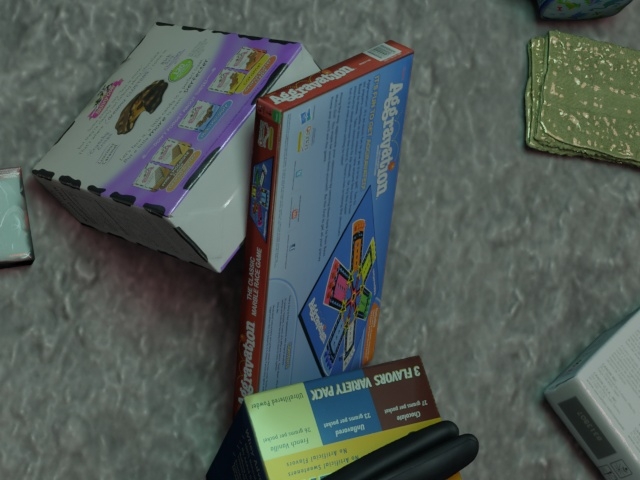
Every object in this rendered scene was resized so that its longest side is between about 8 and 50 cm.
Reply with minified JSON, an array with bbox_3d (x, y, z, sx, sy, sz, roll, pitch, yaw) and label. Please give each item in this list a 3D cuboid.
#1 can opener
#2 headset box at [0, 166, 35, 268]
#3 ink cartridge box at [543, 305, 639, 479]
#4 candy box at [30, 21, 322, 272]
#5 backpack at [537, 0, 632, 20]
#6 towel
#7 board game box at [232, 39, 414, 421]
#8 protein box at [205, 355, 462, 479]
[{"bbox_3d":[0.023,0.171,1.128,0.186,0.059,0.073,-32,128,-25],"label":"can opener"},{"bbox_3d":[-0.258,-0.019,1.318,0.062,0.032,0.083,-7,84,-16],"label":"headset box"},{"bbox_3d":[0.321,0.135,1.450,0.232,0.066,0.189,-38,91,-39],"label":"ink cartridge box"},{"bbox_3d":[-0.101,-0.076,1.283,0.165,0.196,0.070,-53,127,-16],"label":"candy box"},{"bbox_3d":[0.215,-0.234,1.446,0.114,0.105,0.084,0,79,-10],"label":"backpack"},{"bbox_3d":[0.247,-0.120,1.475,0.148,0.027,0.110,9,77,-12],"label":"towel"},{"bbox_3d":[0.000,0.000,1.264,0.027,0.281,0.145,30,40,32],"label":"board game box"},{"bbox_3d":[0.018,0.220,1.241,0.136,0.201,0.200,-12,70,-17],"label":"protein box"}]
